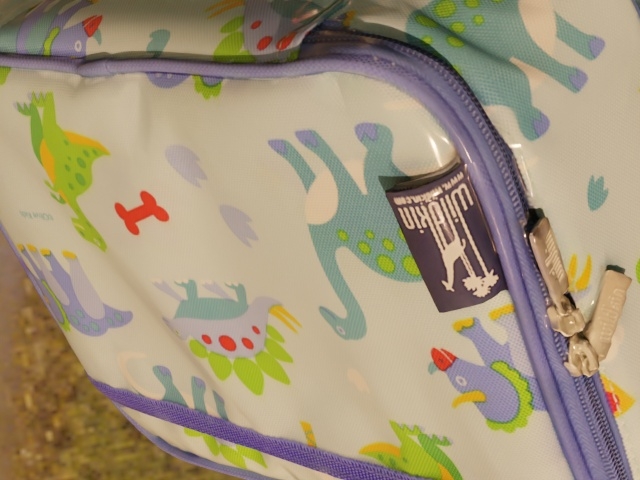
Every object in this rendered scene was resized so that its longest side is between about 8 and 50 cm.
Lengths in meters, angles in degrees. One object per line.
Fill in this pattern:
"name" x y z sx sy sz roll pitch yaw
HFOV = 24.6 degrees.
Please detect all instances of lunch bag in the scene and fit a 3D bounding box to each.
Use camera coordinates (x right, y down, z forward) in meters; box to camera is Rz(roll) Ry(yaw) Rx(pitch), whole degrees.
"lunch bag" 0.000 0.000 0.416 0.090 0.219 0.176 -45 127 -31
